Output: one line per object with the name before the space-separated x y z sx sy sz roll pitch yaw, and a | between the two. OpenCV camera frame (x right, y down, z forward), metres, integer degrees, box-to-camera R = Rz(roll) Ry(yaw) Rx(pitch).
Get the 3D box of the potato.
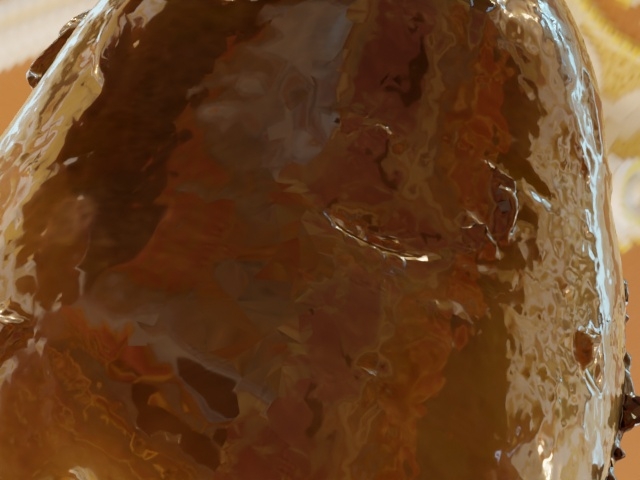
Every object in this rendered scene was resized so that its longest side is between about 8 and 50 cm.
potato | 0.000 0.000 0.402 0.164 0.081 0.200 10 -123 0
